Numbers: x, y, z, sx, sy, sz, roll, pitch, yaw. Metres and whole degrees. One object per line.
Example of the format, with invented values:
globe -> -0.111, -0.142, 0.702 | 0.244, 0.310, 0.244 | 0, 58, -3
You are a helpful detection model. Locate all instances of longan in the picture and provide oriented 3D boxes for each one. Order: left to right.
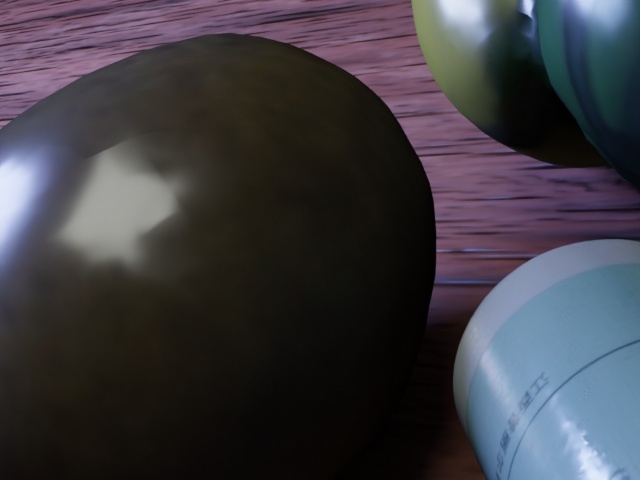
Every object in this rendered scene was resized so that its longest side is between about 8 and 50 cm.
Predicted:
longan -> -0.071, 0.024, 0.687 | 0.246, 0.215, 0.246 | -4, 26, 2

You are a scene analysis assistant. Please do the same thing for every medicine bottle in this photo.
medicine bottle -> 0.132, 0.118, 0.449 | 0.110, 0.110, 0.352 | -29, 27, 3

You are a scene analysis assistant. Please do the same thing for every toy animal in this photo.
toy animal -> 0.147, -0.119, 0.736 | 0.191, 0.216, 0.338 | -57, 33, 9
